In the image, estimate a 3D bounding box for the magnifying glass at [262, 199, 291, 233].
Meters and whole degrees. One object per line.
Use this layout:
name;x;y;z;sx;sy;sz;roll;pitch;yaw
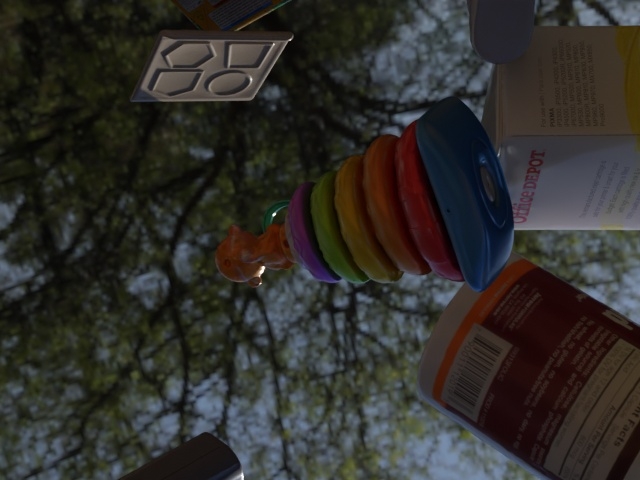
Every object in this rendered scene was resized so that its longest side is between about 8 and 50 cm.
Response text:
magnifying glass;0.000;0.000;2.145;0.231;0.092;0.026;26;-176;13

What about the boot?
boot;0.199;-0.330;1.296;0.095;0.258;0.123;4;-146;-7

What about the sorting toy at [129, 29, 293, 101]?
sorting toy;-0.161;-0.255;1.717;0.193;0.038;0.208;-4;161;-25

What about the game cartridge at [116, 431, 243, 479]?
game cartridge;-0.162;0.312;1.048;0.060;0.294;0.196;32;-147;22

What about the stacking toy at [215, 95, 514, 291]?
stacking toy;0.028;-0.013;1.182;0.301;0.175;0.166;-17;-171;23

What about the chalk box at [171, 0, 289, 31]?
chalk box;-0.124;-0.485;1.850;0.180;0.179;0.289;-21;-144;39

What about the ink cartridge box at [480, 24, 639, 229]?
ink cartridge box;0.398;-0.134;1.492;0.384;0.160;0.279;0;157;2

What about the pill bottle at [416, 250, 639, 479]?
pill bottle;0.332;0.199;1.431;0.392;0.224;0.224;33;-138;24
